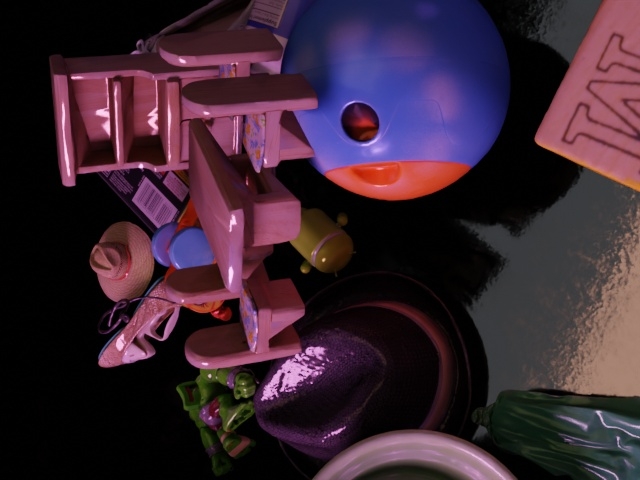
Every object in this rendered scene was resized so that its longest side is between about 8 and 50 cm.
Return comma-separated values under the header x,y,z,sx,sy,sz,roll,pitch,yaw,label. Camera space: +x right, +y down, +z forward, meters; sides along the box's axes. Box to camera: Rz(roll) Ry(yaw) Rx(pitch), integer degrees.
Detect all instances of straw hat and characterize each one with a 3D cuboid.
x,y,z,sx,sy,sz,roll,pitch,yaw,label
-0.349,0.033,1.691,0.144,0.061,0.145,-5,80,34,straw hat

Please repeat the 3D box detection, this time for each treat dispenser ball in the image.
x,y,z,sx,sy,sz,roll,pitch,yaw,label
0.092,-0.195,1.271,0.288,0.288,0.288,-5,81,34,treat dispenser ball

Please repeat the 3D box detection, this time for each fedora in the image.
x,y,z,sx,sy,sz,roll,pitch,yaw,label
0.028,0.191,1.352,0.334,0.152,0.334,-5,81,34,fedora

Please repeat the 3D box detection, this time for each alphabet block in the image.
x,y,z,sx,sy,sz,roll,pitch,yaw,label
0.389,-0.145,1.121,0.193,0.192,0.197,32,101,35,alphabet block

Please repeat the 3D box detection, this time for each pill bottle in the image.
x,y,z,sx,sy,sz,roll,pitch,yaw,label
-0.021,-0.319,1.450,0.152,0.152,0.272,25,99,35,pill bottle

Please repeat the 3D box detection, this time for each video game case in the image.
x,y,z,sx,sy,sz,roll,pitch,yaw,label
-0.259,-0.168,1.670,0.275,0.035,0.248,43,108,32,video game case

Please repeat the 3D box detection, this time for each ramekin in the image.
x,y,z,sx,sy,sz,roll,pitch,yaw,label
0.108,0.385,1.197,0.303,0.148,0.303,0,72,0,ramekin

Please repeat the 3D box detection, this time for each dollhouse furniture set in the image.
x,y,z,sx,sy,sz,roll,pitch,yaw,label
-0.189,-0.090,1.294,0.394,0.256,0.362,-119,27,-51,dollhouse furniture set

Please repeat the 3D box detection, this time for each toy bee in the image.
x,y,z,sx,sy,sz,roll,pitch,yaw,label
-0.186,0.040,1.545,0.298,0.162,0.195,-47,29,7,toy bee

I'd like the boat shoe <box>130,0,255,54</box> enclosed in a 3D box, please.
x,y,z,sx,sy,sz,roll,pitch,yaw,label
-0.204,-0.300,1.573,0.320,0.103,0.118,-19,63,20,boat shoe

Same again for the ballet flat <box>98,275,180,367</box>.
x,y,z,sx,sy,sz,roll,pitch,yaw,label
-0.283,0.148,1.629,0.067,0.073,0.206,45,114,15,ballet flat

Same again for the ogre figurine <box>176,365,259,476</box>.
x,y,z,sx,sy,sz,roll,pitch,yaw,label
-0.149,0.244,1.499,0.118,0.096,0.197,48,155,35,ogre figurine

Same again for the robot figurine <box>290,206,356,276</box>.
x,y,z,sx,sy,sz,roll,pitch,yaw,label
0.000,0.000,1.447,0.115,0.067,0.101,43,100,31,robot figurine

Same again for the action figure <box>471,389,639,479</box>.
x,y,z,sx,sy,sz,roll,pitch,yaw,label
0.289,0.230,1.219,0.232,0.063,0.137,8,91,32,action figure
